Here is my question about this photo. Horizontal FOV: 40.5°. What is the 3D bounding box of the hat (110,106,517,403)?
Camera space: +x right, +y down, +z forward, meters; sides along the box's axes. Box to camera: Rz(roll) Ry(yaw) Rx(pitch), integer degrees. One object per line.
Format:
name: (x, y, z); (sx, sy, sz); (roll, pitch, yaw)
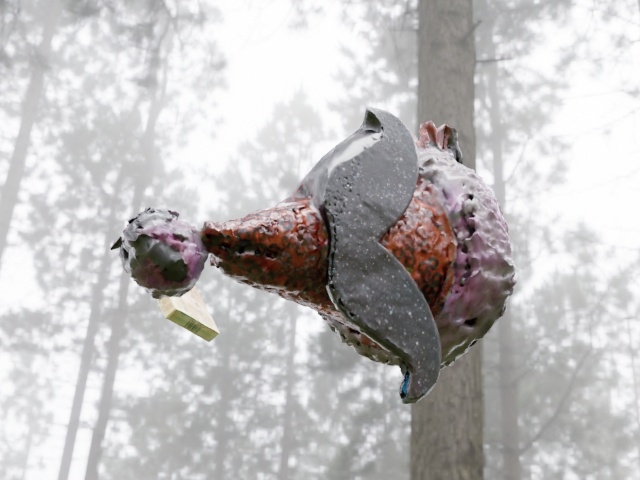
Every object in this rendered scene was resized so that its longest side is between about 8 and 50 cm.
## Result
hat: (0.002, -0.003, 0.426); (0.129, 0.140, 0.227); (15, 7, 42)

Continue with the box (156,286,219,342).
box: (-0.123, 0.042, 0.736); (0.015, 0.093, 0.058); (-42, -42, 8)
